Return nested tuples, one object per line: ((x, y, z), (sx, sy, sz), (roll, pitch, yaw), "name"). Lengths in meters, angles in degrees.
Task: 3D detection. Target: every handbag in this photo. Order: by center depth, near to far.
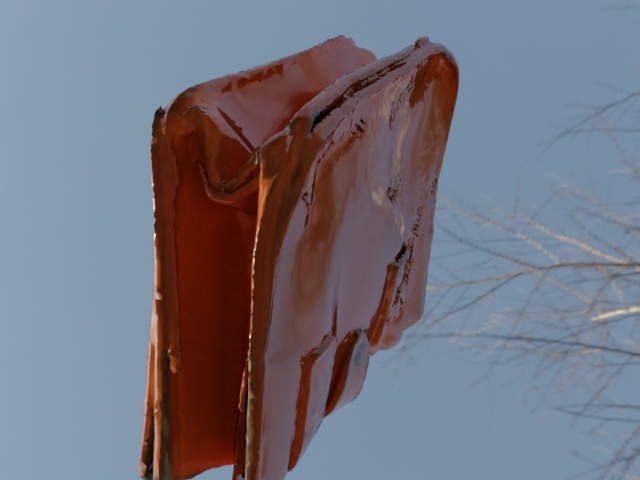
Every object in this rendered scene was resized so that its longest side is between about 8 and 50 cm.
((0.000, 0.000, 0.871), (0.116, 0.410, 0.303), (11, -69, 19), "handbag")
